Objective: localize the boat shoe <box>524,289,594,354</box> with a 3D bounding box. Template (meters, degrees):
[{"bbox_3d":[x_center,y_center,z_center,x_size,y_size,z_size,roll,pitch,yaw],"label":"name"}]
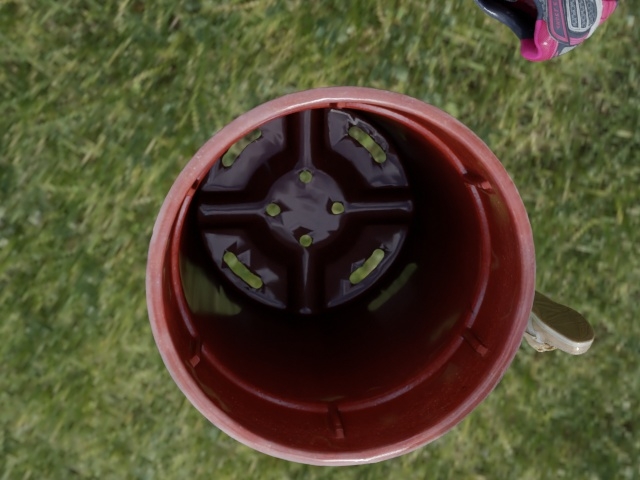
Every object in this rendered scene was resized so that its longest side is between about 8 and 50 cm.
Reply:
[{"bbox_3d":[0.289,0.113,1.691,0.063,0.170,0.059,-8,113,-24],"label":"boat shoe"}]

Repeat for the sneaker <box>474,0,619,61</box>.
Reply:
[{"bbox_3d":[0.166,-0.313,1.334,0.299,0.112,0.121,45,159,6],"label":"sneaker"}]

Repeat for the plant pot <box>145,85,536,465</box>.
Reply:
[{"bbox_3d":[0.000,0.000,1.035,0.273,0.265,0.272,-2,103,-7],"label":"plant pot"}]
